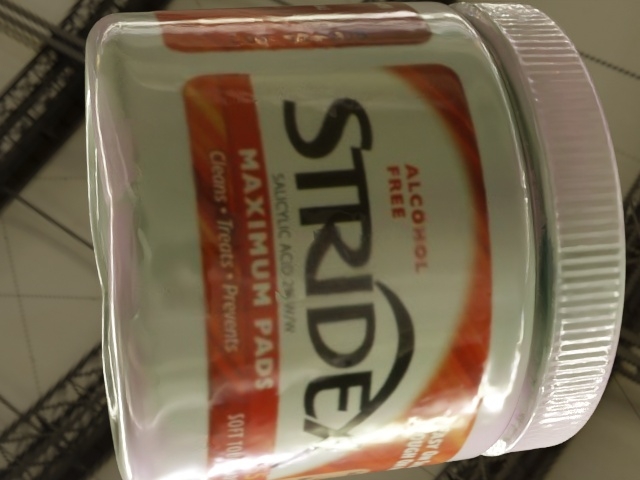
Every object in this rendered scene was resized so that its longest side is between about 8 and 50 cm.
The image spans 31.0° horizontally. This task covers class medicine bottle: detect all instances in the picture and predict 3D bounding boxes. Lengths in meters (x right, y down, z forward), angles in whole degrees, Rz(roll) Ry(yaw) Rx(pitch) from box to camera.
[{"bbox_3d":[0.000,0.000,0.626,0.240,0.252,0.253,-6,-120,-13],"label":"medicine bottle"}]
